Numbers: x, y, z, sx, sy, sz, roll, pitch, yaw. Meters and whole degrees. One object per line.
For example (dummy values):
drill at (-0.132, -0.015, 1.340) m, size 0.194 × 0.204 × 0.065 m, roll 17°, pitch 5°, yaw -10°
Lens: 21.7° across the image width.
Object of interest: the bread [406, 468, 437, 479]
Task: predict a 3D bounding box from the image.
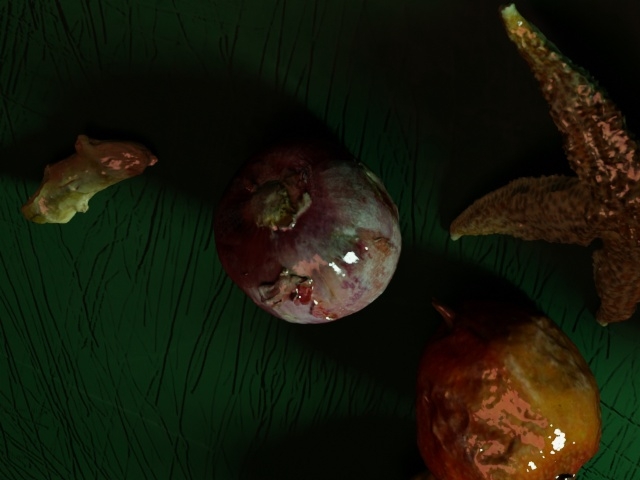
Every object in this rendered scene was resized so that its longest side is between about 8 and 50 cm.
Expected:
bread at (0.174, 0.304, 1.587) m, size 0.240 × 0.139 × 0.240 m, roll 11°, pitch 141°, yaw 9°

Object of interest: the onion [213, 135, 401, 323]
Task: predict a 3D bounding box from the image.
onion at (0.000, 0.000, 1.417) m, size 0.159 × 0.159 × 0.195 m, roll -4°, pitch 161°, yaw 23°

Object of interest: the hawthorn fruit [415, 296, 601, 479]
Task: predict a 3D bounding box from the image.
hawthorn fruit at (0.161, 0.144, 1.459) m, size 0.173 × 0.173 × 0.179 m, roll 6°, pitch 124°, yaw 15°

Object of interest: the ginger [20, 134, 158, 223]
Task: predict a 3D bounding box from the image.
ginger at (-0.212, -0.059, 1.502) m, size 0.137 × 0.044 × 0.057 m, roll -28°, pitch 86°, yaw 29°

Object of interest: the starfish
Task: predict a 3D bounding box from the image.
starfish at (0.260, -0.025, 1.315) m, size 0.347 × 0.078 × 0.358 m, roll 8°, pitch 138°, yaw 15°
